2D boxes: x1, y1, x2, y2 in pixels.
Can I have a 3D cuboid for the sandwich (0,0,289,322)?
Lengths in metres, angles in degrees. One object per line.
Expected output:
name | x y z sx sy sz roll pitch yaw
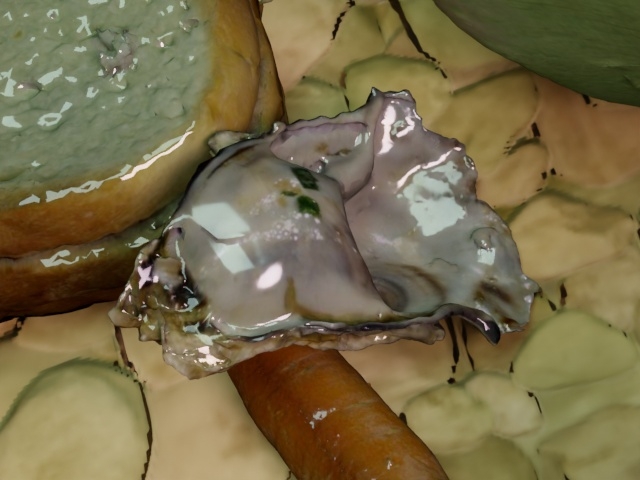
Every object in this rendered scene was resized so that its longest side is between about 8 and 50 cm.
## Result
sandwich | -0.142 -0.091 0.783 0.249 0.095 0.273 -12 57 5

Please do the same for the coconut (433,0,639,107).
coconut | 0.163 -0.180 0.642 0.328 0.281 0.328 14 53 -19

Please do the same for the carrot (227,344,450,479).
carrot | -0.005 0.060 0.686 0.048 0.048 0.139 -36 55 -6

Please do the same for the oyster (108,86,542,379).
oyster | 0.000 -0.003 0.682 0.165 0.053 0.108 -4 73 -34
